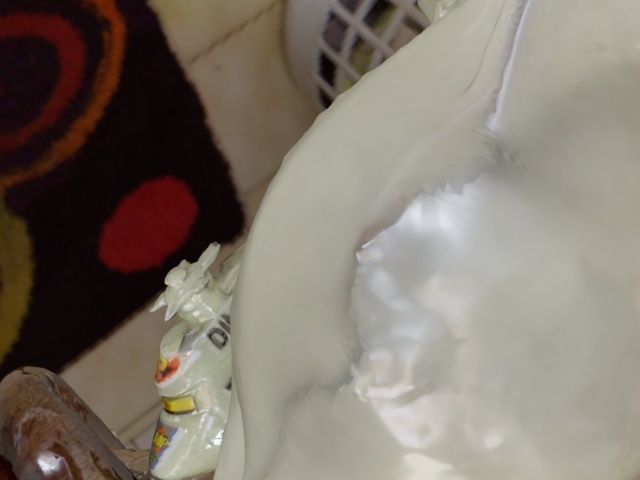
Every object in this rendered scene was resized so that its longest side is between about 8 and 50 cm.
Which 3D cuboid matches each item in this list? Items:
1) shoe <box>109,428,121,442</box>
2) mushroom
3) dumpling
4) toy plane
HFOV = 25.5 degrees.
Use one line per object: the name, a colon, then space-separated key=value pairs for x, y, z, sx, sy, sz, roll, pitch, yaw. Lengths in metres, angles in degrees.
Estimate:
shoe: x=-0.237 y=0.158 z=0.856 sx=0.211 sy=0.132 sz=0.342 roll=-35 pitch=165 yaw=5
mushroom: x=-0.051 y=0.122 z=0.768 sx=0.217 sy=0.227 sz=0.148 roll=-37 pitch=162 yaw=-3
dumpling: x=0.068 y=0.031 z=0.443 sx=0.193 sy=0.147 sz=0.258 roll=27 pitch=106 yaw=-22
toy plane: x=0.000 y=0.000 z=0.717 sx=0.108 sy=0.092 sz=0.286 roll=45 pitch=78 yaw=-28
